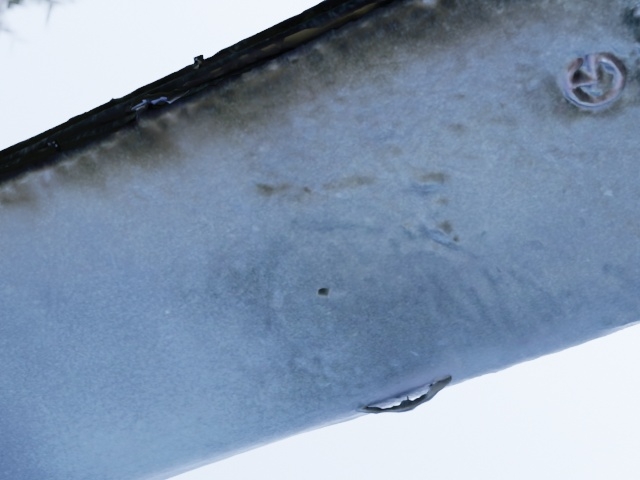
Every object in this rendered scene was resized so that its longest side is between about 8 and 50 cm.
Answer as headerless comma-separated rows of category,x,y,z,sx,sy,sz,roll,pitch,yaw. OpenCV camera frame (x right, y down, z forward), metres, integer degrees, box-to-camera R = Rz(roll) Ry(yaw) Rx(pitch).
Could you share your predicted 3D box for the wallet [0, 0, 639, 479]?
wallet,0.000,0.000,0.694,0.379,0.191,0.046,-22,-143,18
